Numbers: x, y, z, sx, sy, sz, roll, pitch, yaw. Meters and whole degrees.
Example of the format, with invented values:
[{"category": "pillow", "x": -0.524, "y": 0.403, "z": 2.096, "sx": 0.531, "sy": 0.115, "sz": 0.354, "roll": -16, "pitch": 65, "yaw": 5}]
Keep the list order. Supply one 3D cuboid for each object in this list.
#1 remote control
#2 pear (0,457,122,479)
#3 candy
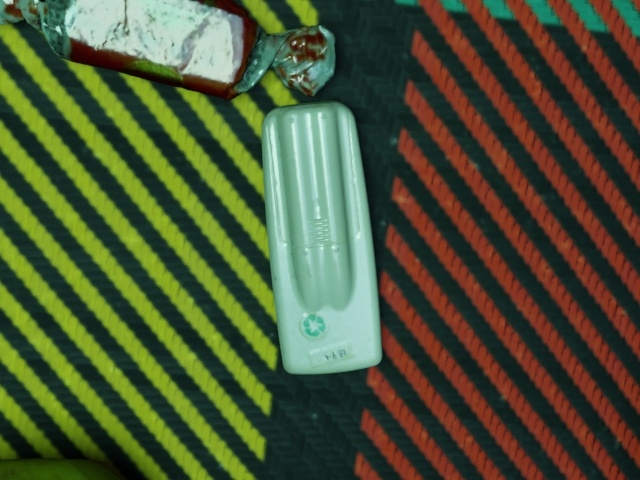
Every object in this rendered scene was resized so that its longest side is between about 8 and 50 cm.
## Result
[{"category": "remote control", "x": 0.000, "y": 0.000, "z": 0.761, "sx": 0.090, "sy": 0.049, "sz": 0.230, "roll": -6, "pitch": 99, "yaw": 0}, {"category": "pear", "x": -0.237, "y": 0.299, "z": 0.687, "sx": 0.283, "sy": 0.283, "sz": 0.284, "roll": 0, "pitch": 97, "yaw": -4}, {"category": "candy", "x": -0.131, "y": -0.169, "z": 0.726, "sx": 0.292, "sy": 0.059, "sz": 0.086, "roll": 15, "pitch": 100, "yaw": -5}]
